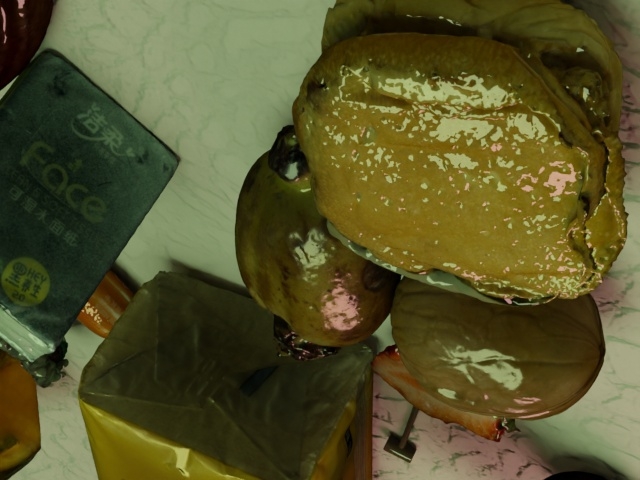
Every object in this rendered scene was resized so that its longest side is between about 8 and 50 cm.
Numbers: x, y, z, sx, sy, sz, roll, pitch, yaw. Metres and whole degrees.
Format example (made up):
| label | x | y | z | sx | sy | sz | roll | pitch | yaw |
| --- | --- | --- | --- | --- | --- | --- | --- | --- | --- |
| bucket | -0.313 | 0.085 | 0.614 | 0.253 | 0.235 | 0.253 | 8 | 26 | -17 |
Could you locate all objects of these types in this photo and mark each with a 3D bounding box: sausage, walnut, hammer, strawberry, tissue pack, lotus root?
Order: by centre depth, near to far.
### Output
| label | x | y | z | sx | sy | sz | roll | pitch | yaw |
| --- | --- | --- | --- | --- | --- | --- | --- | --- | --- |
| walnut | 0.164 | 0.085 | 1.616 | 0.207 | 0.167 | 0.167 | 10 | 142 | 26 |
| lotus root | 0.000 | 0.000 | 1.648 | 0.169 | 0.141 | 0.314 | 39 | 152 | 27 |
| tissue pack | -0.282 | -0.035 | 1.730 | 0.185 | 0.257 | 0.081 | 41 | 148 | -17 |
| strawberry | 0.136 | 0.140 | 1.790 | 0.187 | 0.082 | 0.146 | 11 | 137 | 39 |
| hammer | 0.099 | 0.217 | 1.978 | 0.035 | 0.019 | 0.110 | 26 | 145 | 9 |
| tissue pack | -0.096 | 0.255 | 1.995 | 0.293 | 0.228 | 0.382 | 21 | 145 | 17 |
| sausage | -0.288 | 0.037 | 2.006 | 0.234 | 0.071 | 0.071 | 46 | 145 | -22 |

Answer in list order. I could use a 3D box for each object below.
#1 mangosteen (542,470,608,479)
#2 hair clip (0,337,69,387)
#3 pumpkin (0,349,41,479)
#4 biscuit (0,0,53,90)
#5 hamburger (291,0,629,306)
| label | x | y | z | sx | sy | sz | roll | pitch | yaw |
| --- | --- | --- | --- | --- | --- | --- | --- | --- | --- |
| mangosteen | 0.278 | 0.315 | 1.849 | 0.140 | 0.140 | 0.140 | 21 | 146 | 15 |
| hair clip | -0.368 | 0.069 | 2.030 | 0.138 | 0.091 | 0.321 | 62 | -173 | 26 |
| pumpkin | -0.523 | 0.202 | 2.253 | 0.303 | 0.256 | 0.225 | 30 | 148 | -28 |
| biscuit | -0.452 | -0.284 | 1.664 | 0.407 | 0.091 | 0.407 | 18 | 142 | 15 |
| hamburger | 0.125 | -0.078 | 1.430 | 0.318 | 0.158 | 0.318 | 21 | 145 | 16 |
